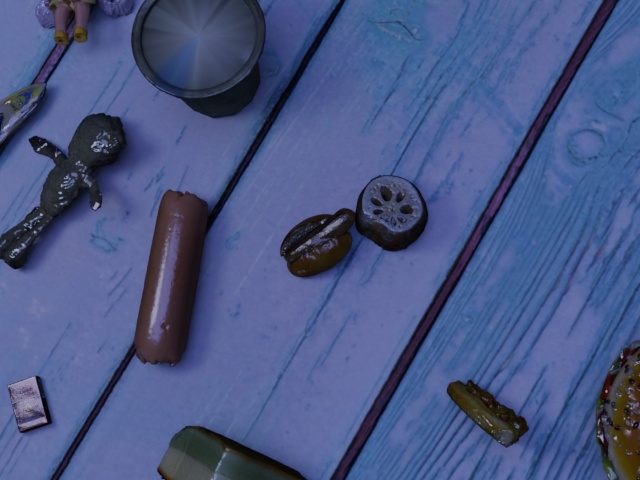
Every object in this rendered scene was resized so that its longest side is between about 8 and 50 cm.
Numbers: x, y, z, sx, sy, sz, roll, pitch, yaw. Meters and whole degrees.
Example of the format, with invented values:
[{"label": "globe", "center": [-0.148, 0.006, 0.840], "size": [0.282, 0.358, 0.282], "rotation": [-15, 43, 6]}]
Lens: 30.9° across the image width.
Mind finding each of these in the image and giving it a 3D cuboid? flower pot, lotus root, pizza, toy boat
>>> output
[{"label": "flower pot", "center": [-0.174, -0.299, 1.877], "size": [0.212, 0.202, 0.212], "rotation": [-2, 78, 9]}, {"label": "lotus root", "center": [0.115, -0.051, 1.858], "size": [0.122, 0.081, 0.112], "rotation": [32, 77, 12]}, {"label": "pizza", "center": [0.261, 0.262, 1.759], "size": [0.046, 0.134, 0.175], "rotation": [-55, 40, 4]}, {"label": "toy boat", "center": [-0.549, -0.202, 1.977], "size": [0.210, 0.066, 0.084], "rotation": [-40, 78, -3]}]

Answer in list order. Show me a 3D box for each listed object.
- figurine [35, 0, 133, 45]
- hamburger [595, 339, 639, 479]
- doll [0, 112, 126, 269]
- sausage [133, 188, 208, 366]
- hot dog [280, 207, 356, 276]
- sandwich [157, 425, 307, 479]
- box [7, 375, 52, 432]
[{"label": "figurine", "center": [-0.420, -0.444, 1.983], "size": [0.174, 0.116, 0.240], "rotation": [-5, 78, 7]}, {"label": "hamburger", "center": [0.541, 0.273, 1.682], "size": [0.300, 0.176, 0.300], "rotation": [-1, 78, 6]}, {"label": "doll", "center": [-0.425, -0.083, 1.927], "size": [0.202, 0.091, 0.286], "rotation": [1, 64, 41]}, {"label": "sausage", "center": [-0.240, 0.060, 1.874], "size": [0.086, 0.086, 0.289], "rotation": [7, 78, 9]}, {"label": "hot dog", "center": [0.001, 0.002, 1.861], "size": [0.140, 0.060, 0.090], "rotation": [-23, 75, 9]}, {"label": "sandwich", "center": [-0.129, 0.371, 1.788], "size": [0.186, 0.220, 0.108], "rotation": [30, 79, -25]}, {"label": "box", "center": [-0.475, 0.268, 1.893], "size": [0.051, 0.023, 0.082], "rotation": [-20, 77, 4]}]
